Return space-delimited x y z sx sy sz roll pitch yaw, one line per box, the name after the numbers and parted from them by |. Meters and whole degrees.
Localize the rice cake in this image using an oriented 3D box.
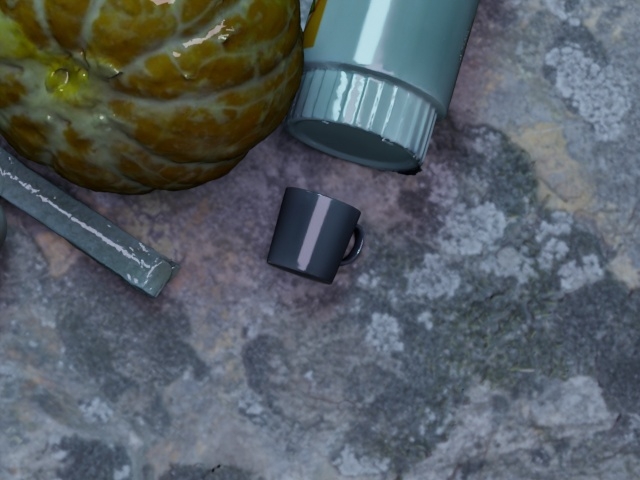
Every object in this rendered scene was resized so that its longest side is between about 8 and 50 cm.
-0.246 -0.028 1.290 0.245 0.042 0.045 35 83 -2 | rice cake

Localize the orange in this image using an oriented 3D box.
-0.169 -0.197 1.192 0.329 0.329 0.249 22 45 -4 | orange

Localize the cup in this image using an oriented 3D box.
0.000 0.000 1.311 0.100 0.078 0.077 22 84 -35 | cup

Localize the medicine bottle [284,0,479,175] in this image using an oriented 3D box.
0.075 -0.235 1.307 0.158 0.158 0.318 18 79 -5 | medicine bottle

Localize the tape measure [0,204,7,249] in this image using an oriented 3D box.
-0.441 -0.015 1.217 0.258 0.130 0.265 -38 91 -4 | tape measure
